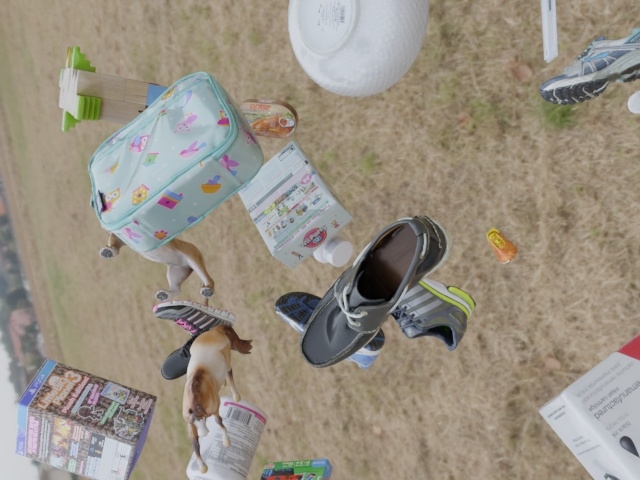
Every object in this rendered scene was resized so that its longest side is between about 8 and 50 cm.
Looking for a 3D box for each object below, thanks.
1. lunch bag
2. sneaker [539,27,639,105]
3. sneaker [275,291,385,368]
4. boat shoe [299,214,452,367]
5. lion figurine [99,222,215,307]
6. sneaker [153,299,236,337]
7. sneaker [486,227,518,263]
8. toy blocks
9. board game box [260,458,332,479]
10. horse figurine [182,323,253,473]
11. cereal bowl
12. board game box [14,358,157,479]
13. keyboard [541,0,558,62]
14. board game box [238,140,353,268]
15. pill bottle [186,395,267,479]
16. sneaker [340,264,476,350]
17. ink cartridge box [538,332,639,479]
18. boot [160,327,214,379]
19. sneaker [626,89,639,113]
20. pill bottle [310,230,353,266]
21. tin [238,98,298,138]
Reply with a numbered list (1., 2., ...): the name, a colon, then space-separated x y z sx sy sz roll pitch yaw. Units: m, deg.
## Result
1. lunch bag: -0.244 -0.129 0.963 0.108 0.279 0.224 46 -167 -52
2. sneaker: 0.689 -0.436 1.512 0.110 0.283 0.122 32 -136 -62
3. sneaker: 0.008 0.160 1.059 0.211 0.080 0.081 26 135 21
4. boat shoe: 0.047 0.061 0.690 0.084 0.079 0.233 49 112 18
5. lion figurine: -0.395 0.007 1.465 0.392 0.142 0.240 51 -167 -27
6. sneaker: -0.247 0.166 1.189 0.063 0.170 0.074 -28 51 51
7. sneaker: 0.499 0.016 1.680 0.067 0.064 0.175 40 -168 -11
8. toy blocks: -0.456 -0.331 1.418 0.381 0.261 0.190 29 112 58
9. board game box: -0.072 0.570 1.291 0.211 0.160 0.039 -69 -39 -54
10. horse figurine: -0.162 0.214 0.913 0.263 0.066 0.174 -82 -14 -56
11. cereal bowl: 0.052 -0.479 1.281 0.339 0.141 0.338 11 107 39
12. board game box: -0.588 0.463 1.512 0.141 0.291 0.232 -75 8 -53
13. keyboard: 0.551 -0.564 1.452 0.072 0.014 0.256 -147 53 -86
14. board game box: -0.078 -0.105 1.668 0.097 0.224 0.303 40 -166 -47
15. pill bottle: -0.261 0.580 1.618 0.160 0.160 0.283 124 169 -56
16. sneaker: 0.180 0.132 1.246 0.111 0.300 0.121 119 169 -55
17. ink cartridge box: 0.450 0.259 0.747 0.273 0.197 0.114 53 167 23
18. boot: -0.222 0.193 1.022 0.045 0.121 0.099 56 168 6
19. sneaker: 0.724 -0.320 1.275 0.065 0.158 0.061 -53 -58 -71
20. pill bottle: 0.000 0.000 1.728 0.193 0.108 0.108 32 131 42
21. tin: -0.155 -0.353 1.738 0.190 0.040 0.106 9 132 15
